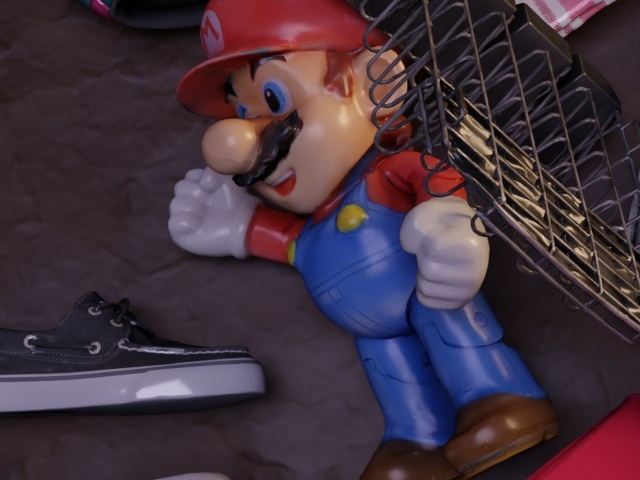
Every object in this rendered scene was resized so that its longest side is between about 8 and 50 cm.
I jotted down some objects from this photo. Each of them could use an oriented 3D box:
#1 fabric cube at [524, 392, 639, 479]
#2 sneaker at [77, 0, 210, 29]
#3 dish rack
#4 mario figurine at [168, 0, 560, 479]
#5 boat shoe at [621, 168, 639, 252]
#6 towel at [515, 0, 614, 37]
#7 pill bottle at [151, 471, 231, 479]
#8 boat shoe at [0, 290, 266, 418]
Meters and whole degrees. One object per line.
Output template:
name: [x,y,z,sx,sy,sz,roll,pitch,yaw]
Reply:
fabric cube: [0.162,0.264,0.918,0.259,0.258,0.254,35,109,14]
sneaker: [-0.050,-0.234,1.153,0.295,0.124,0.178,-37,70,9]
dish rack: [0.100,-0.053,0.994,0.074,0.208,0.271,-40,30,24]
mario figurine: [0.000,0.000,1.075,0.198,0.170,0.320,-28,80,14]
boat shoe: [0.249,-0.092,1.085,0.113,0.105,0.306,27,85,13]
towel: [0.155,-0.212,1.144,0.197,0.029,0.144,-35,65,7]
pill bottle: [-0.084,0.248,1.072,0.117,0.117,0.208,-15,77,7]
boat shoe: [-0.146,0.069,1.143,0.228,0.080,0.076,-4,80,17]
